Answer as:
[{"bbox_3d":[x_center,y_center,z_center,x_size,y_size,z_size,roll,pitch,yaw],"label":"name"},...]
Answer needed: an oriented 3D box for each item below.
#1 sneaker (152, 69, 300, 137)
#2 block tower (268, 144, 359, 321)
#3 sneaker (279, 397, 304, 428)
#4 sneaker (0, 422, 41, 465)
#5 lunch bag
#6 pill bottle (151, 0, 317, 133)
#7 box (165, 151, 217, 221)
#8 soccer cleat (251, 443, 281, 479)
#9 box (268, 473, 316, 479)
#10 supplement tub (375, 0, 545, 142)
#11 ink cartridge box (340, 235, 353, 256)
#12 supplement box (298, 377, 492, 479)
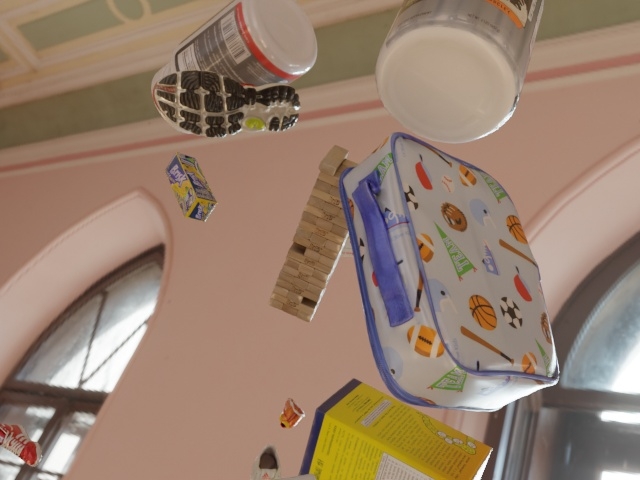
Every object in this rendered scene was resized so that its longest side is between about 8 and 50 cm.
[{"bbox_3d":[-0.169,-0.229,1.203,0.279,0.107,0.118,0,10,-41],"label":"sneaker"},{"bbox_3d":[0.000,0.000,1.281,0.097,0.091,0.335,23,-59,4],"label":"block tower"},{"bbox_3d":[-0.082,0.453,1.817,0.064,0.067,0.175,45,-8,9],"label":"sneaker"},{"bbox_3d":[-0.569,0.377,1.294,0.118,0.042,0.067,26,-4,39],"label":"sneaker"},{"bbox_3d":[0.134,0.030,0.771,0.243,0.303,0.115,13,-37,-39],"label":"lunch bag"},{"bbox_3d":[-0.201,-0.391,1.555,0.363,0.210,0.210,-23,-55,37],"label":"pill bottle"},{"bbox_3d":[-0.285,-0.118,1.526,0.054,0.169,0.059,16,-59,-40],"label":"box"},{"bbox_3d":[-0.101,0.463,1.282,0.068,0.196,0.076,10,-61,-12],"label":"soccer cleat"},{"bbox_3d":[-0.073,0.453,0.748,0.215,0.345,0.168,-5,-59,-13],"label":"box"},{"bbox_3d":[0.207,-0.304,0.983,0.194,0.316,0.193,14,-38,12],"label":"supplement tub"},{"bbox_3d":[0.054,-0.025,1.363,0.089,0.052,0.122,4,-42,2],"label":"ink cartridge box"},{"bbox_3d":[0.162,0.493,1.548,0.357,0.195,0.194,23,-68,24],"label":"supplement box"}]
